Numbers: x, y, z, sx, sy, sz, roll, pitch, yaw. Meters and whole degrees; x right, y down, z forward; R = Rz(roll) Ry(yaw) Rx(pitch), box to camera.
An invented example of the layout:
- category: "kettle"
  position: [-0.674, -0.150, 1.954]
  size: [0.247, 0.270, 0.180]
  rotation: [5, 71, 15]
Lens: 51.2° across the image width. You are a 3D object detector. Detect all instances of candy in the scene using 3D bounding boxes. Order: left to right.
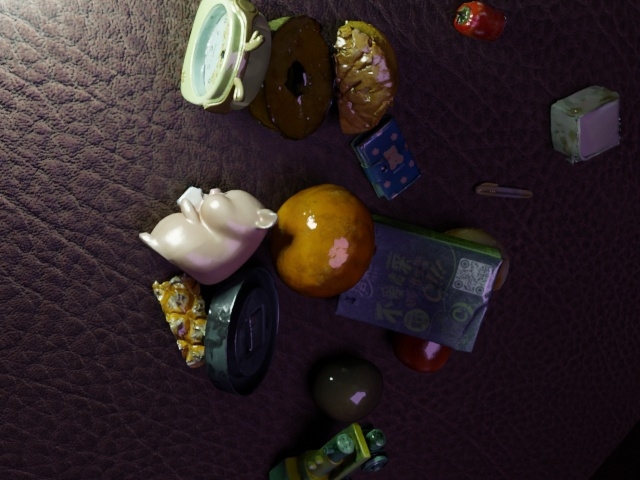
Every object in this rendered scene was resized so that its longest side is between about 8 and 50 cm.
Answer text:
- category: "candy"
  position: [0.796, -0.345, 1.999]
  size: [0.195, 0.137, 0.185]
  rotation: [-27, 123, -14]

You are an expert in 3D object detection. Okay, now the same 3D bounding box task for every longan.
- category: "longan"
  position: [0.080, 0.436, 1.945]
  size: [0.212, 0.198, 0.198]
  rotation: [-7, 116, -26]

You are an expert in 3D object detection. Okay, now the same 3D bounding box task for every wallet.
- category: "wallet"
  position: [0.176, -0.213, 1.760]
  size: [0.141, 0.059, 0.202]
  rotation: [-38, 126, -6]

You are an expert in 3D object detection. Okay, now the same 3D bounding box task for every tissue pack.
- category: "tissue pack"
  position: [0.258, 0.111, 1.801]
  size: [0.394, 0.124, 0.288]
  rotation: [15, 107, 5]

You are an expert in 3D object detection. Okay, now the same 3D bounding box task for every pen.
- category: "pen"
  position: [0.558, -0.152, 2.026]
  size: [0.233, 0.032, 0.040]
  rotation: [1, 89, -32]

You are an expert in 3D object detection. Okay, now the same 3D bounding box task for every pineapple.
- category: "pineapple"
  position: [-0.326, 0.202, 1.629]
  size: [0.114, 0.186, 0.236]
  rotation: [-15, 79, -13]

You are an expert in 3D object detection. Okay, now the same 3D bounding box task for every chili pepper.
- category: "chili pepper"
  position: [0.386, -0.561, 1.696]
  size: [0.192, 0.084, 0.086]
  rotation: [1, 96, -35]

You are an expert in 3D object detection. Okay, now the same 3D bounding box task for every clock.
- category: "clock"
  position: [-0.180, -0.364, 1.329]
  size: [0.096, 0.308, 0.235]
  rotation: [10, 108, -32]
- category: "clock"
  position: [-0.186, 0.220, 1.642]
  size: [0.319, 0.066, 0.319]
  rotation: [5, 90, -71]

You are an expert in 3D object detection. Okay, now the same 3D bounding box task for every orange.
- category: "orange"
  position: [0.000, 0.000, 1.626]
  size: [0.226, 0.284, 0.284]
  rotation: [13, 106, -33]

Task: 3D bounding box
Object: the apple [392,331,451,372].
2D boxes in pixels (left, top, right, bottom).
- category: "apple"
  position: [0.309, 0.301, 2.008]
  size: [0.181, 0.181, 0.168]
  rotation: [4, 120, -31]

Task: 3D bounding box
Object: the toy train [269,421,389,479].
- category: "toy train"
  position: [0.034, 0.657, 1.978]
  size: [0.237, 0.150, 0.369]
  rotation: [6, 138, -37]

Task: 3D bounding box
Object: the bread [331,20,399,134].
- category: "bread"
  position: [0.114, -0.375, 1.557]
  size: [0.160, 0.147, 0.261]
  rotation: [-55, 146, -53]

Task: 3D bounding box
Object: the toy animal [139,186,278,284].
- category: "toy animal"
  position: [-0.252, -0.022, 1.545]
  size: [0.256, 0.195, 0.213]
  rotation: [-45, 94, -7]

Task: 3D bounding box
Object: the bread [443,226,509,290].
- category: "bread"
  position: [0.403, 0.050, 1.939]
  size: [0.314, 0.171, 0.192]
  rotation: [-10, 130, -19]

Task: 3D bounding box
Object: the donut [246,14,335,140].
- category: "donut"
  position: [-0.077, -0.364, 1.480]
  size: [0.272, 0.107, 0.272]
  rotation: [-29, 127, -47]
